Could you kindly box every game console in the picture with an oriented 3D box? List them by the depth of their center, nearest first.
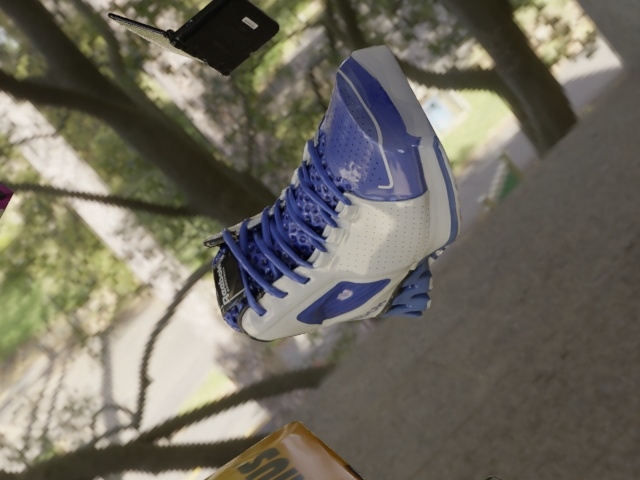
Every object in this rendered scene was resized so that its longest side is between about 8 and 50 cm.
[{"bbox_3d":[-0.112,-0.198,1.116,0.107,0.071,0.122,-38,-15,12],"label":"game console"}]

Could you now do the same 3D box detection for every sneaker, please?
[{"bbox_3d":[0.000,0.001,0.989,0.182,0.127,0.315,-20,-28,-12],"label":"sneaker"}]

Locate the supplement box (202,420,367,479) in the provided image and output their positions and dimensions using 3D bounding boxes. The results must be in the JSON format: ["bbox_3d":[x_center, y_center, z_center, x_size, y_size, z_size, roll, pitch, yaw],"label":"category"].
[{"bbox_3d":[0.022,0.297,0.564,0.195,0.357,0.194,-33,14,-11],"label":"supplement box"}]

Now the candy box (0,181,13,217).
[{"bbox_3d":[-0.457,-0.085,1.267,0.071,0.233,0.159,-56,-15,17],"label":"candy box"}]

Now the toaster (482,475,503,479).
[{"bbox_3d":[0.196,0.383,1.436,0.110,0.168,0.185,18,24,36],"label":"toaster"}]
